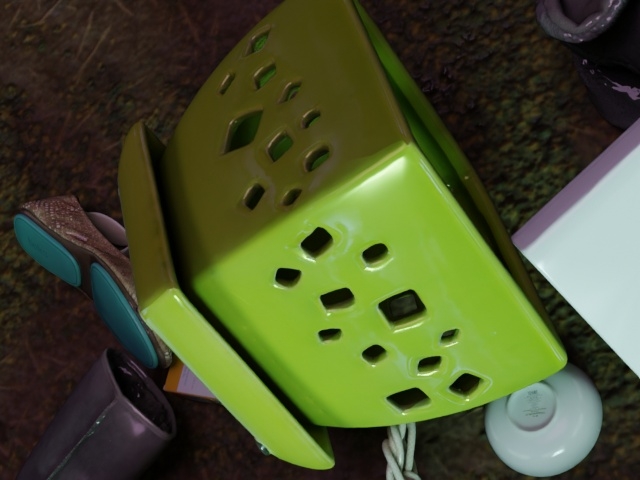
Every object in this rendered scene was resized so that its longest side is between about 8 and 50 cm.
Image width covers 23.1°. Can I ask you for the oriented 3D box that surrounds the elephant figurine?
[{"bbox_3d":[0.221,-0.161,1.084,0.239,0.186,0.169,-5,111,36],"label":"elephant figurine"}]

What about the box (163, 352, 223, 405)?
[{"bbox_3d":[-0.046,0.087,1.172,0.136,0.028,0.081,7,73,26],"label":"box"}]

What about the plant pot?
[{"bbox_3d":[0.000,0.000,1.029,0.207,0.227,0.228,-32,37,9],"label":"plant pot"}]

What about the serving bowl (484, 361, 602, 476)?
[{"bbox_3d":[0.148,0.116,1.061,0.083,0.027,0.083,-10,65,23],"label":"serving bowl"}]

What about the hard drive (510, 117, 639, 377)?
[{"bbox_3d":[0.294,-0.036,0.958,0.307,0.203,0.040,-43,22,5],"label":"hard drive"}]

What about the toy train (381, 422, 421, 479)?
[{"bbox_3d":[0.012,0.218,1.058,0.143,0.105,0.248,-20,56,38],"label":"toy train"}]

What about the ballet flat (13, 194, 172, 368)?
[{"bbox_3d":[-0.163,0.022,1.233,0.067,0.073,0.206,-28,53,-30],"label":"ballet flat"}]

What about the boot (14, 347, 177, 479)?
[{"bbox_3d":[-0.179,0.210,1.156,0.208,0.076,0.189,-41,58,8],"label":"boot"}]
